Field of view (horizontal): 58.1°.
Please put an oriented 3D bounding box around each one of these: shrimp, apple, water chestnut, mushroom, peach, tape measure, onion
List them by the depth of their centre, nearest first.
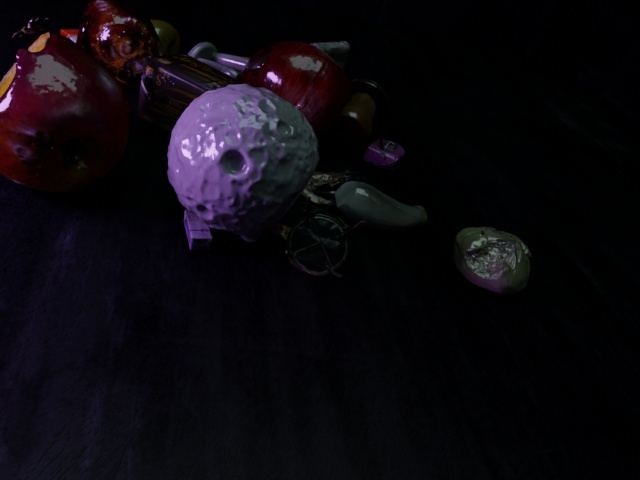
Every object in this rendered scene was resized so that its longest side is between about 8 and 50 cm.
[{"bbox_3d":[-0.633,-0.299,1.312,0.339,0.353,0.416,-45,65,-4],"label":"peach"},{"bbox_3d":[0.172,-0.076,1.551,0.270,0.103,0.118,18,40,-18],"label":"mushroom"},{"bbox_3d":[0.040,-0.153,1.639,0.220,0.046,0.152,-13,43,-31],"label":"shrimp"},{"bbox_3d":[-0.090,-0.456,1.773,0.342,0.341,0.341,12,34,-8],"label":"onion"},{"bbox_3d":[-0.627,-0.617,1.822,0.289,0.289,0.244,14,63,-4],"label":"water chestnut"},{"bbox_3d":[0.211,-0.277,1.869,0.118,0.074,0.125,23,36,8],"label":"tape measure"},{"bbox_3d":[-0.591,-0.692,2.028,0.155,0.182,0.182,18,33,15],"label":"apple"}]

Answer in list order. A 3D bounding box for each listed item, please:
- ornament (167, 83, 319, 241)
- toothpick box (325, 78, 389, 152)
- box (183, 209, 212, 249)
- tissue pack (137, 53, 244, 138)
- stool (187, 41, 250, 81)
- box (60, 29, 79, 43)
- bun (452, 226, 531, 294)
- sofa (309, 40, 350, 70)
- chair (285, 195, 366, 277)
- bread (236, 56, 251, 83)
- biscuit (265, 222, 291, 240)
[{"bbox_3d":[-0.181,-0.182,1.283,0.338,0.336,0.337,12,34,-8],"label":"ornament"},{"bbox_3d":[0.123,-0.423,1.946,0.192,0.192,0.294,20,39,5],"label":"toothpick box"},{"bbox_3d":[-0.282,-0.026,1.324,0.051,0.036,0.117,2,35,-22],"label":"box"},{"bbox_3d":[-0.328,-0.376,1.666,0.370,0.209,0.198,30,30,21],"label":"tissue pack"},{"bbox_3d":[-0.329,-0.515,1.875,0.199,0.195,0.195,31,35,12],"label":"stool"},{"bbox_3d":[-0.810,-0.699,2.065,0.139,0.035,0.245,-20,49,-42],"label":"box"},{"bbox_3d":[0.449,0.036,1.484,0.210,0.116,0.237,16,31,-3],"label":"bun"},{"bbox_3d":[0.046,-0.618,2.156,0.176,0.225,0.210,33,34,29],"label":"sofa"},{"bbox_3d":[0.000,0.000,1.325,0.160,0.170,0.326,23,-7,-5],"label":"chair"},{"bbox_3d":[-0.218,-0.588,2.102,0.241,0.106,0.136,19,36,4],"label":"bread"},{"bbox_3d":[-0.195,-0.064,1.429,0.292,0.026,0.048,23,50,8],"label":"biscuit"}]
